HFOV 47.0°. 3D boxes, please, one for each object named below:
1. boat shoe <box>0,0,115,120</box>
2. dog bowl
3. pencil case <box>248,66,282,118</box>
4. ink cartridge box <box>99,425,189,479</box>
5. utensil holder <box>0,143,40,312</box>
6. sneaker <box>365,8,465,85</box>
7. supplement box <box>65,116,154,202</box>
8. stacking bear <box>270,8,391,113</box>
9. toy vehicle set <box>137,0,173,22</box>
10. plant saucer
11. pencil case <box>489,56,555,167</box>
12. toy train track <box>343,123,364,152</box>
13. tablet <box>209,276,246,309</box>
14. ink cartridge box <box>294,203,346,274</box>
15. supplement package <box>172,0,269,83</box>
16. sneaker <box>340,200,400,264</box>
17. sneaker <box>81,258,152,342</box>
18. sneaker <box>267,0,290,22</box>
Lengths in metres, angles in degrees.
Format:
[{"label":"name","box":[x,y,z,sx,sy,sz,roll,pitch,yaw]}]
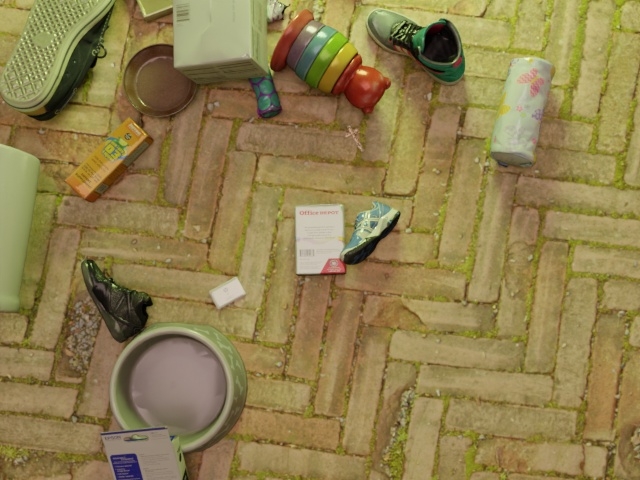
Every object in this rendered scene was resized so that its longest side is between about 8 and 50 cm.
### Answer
[{"label":"boat shoe","box":[-0.652,-0.528,1.901,0.187,0.156,0.499,19,74,8]},{"label":"dog bowl","box":[-0.361,0.366,1.826,0.349,0.102,0.348,0,85,2]},{"label":"pencil case","box":[-0.152,-0.395,1.912,0.070,0.064,0.151,-18,84,-16]},{"label":"ink cartridge box","box":[-0.403,0.568,1.755,0.166,0.065,0.332,-5,113,4]},{"label":"utensil holder","box":[-0.864,-0.035,1.775,0.328,0.327,0.385,8,82,2]},{"label":"sneaker","box":[0.243,-0.511,1.854,0.296,0.178,0.123,33,86,5]},{"label":"supplement box","box":[-0.543,-0.208,1.899,0.078,0.080,0.233,43,85,3]},{"label":"stacking bear","box":[0.037,-0.441,1.871,0.289,0.164,0.175,35,87,0]},{"label":"toy vehicle set","box":[-0.373,-0.707,1.963,0.267,0.035,0.165,-21,84,0]},{"label":"plant saucer","box":[-0.418,-0.418,1.936,0.199,0.036,0.198,0,85,2]},{"label":"pencil case","box":[0.514,-0.324,1.861,0.124,0.113,0.273,13,85,-7]},{"label":"toy train track","box":[0.091,-0.267,1.917,0.048,0.014,0.083,-30,85,-1]},{"label":"tablet","box":[-0.239,0.135,1.892,0.083,0.006,0.054,-29,84,-2]},{"label":"ink cartridge box","box":[0.000,0.000,1.864,0.128,0.072,0.175,-1,84,1]},{"label":"supplement package","box":[-0.248,-0.545,1.835,0.204,0.145,0.261,-3,84,14]},{"label":"sneaker","box":[0.111,-0.018,1.847,0.081,0.080,0.211,36,57,16]},{"label":"sneaker","box":[-0.509,0.131,1.863,0.130,0.087,0.227,-30,87,-3]},{"label":"sneaker","box":[-0.114,-0.629,1.949,0.069,0.038,0.098,-5,94,0]}]
